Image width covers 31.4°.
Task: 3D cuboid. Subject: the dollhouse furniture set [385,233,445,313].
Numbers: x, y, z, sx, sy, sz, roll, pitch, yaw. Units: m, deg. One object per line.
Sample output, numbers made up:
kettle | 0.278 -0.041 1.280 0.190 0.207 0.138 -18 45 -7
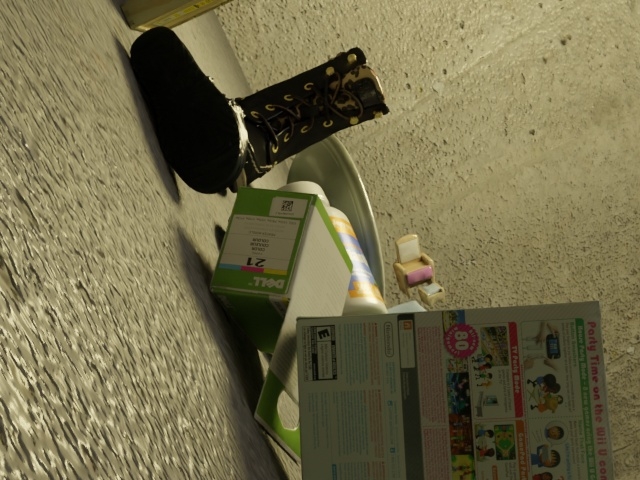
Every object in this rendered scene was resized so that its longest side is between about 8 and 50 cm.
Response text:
dollhouse furniture set | 0.143 0.094 2.322 0.303 0.287 0.198 -135 -150 -61

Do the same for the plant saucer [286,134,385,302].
plant saucer | 0.000 0.000 2.096 0.400 0.101 0.400 167 -90 -74

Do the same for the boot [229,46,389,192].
boot | -0.039 -0.195 1.795 0.377 0.284 0.138 -93 159 -85

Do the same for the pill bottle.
pill bottle | -0.004 0.040 1.861 0.152 0.152 0.272 61 6 -59

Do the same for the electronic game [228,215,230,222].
electronic game | -0.067 0.069 1.498 0.229 0.048 0.229 -25 90 -88

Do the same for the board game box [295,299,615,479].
board game box | 0.134 0.181 1.149 0.097 0.304 0.223 48 40 -78

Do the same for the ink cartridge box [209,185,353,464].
ink cartridge box | -0.053 0.096 1.262 0.189 0.097 0.255 61 39 -60

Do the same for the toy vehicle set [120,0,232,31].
toy vehicle set | -0.183 -0.345 1.621 0.267 0.166 0.035 -97 163 -82

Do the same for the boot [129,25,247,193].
boot | -0.134 -0.127 1.411 0.246 0.094 0.207 60 4 28
